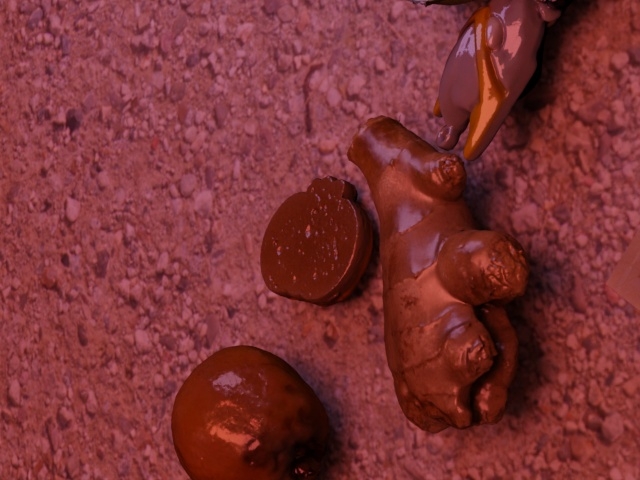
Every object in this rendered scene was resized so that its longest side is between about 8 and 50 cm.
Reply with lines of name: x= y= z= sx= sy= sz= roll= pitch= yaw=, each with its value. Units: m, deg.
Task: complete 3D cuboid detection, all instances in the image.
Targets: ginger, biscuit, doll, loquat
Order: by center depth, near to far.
ginger: x=0.123 y=0.027 z=1.911 sx=0.236 sy=0.166 sz=0.375 roll=144 pitch=106 yaw=-76
doll: x=0.222 y=-0.232 z=1.931 sx=0.316 sy=0.103 sz=0.145 roll=-54 pitch=49 yaw=15
loquat: x=-0.086 y=0.228 z=2.089 sx=0.234 sy=0.176 sz=0.187 roll=33 pitch=121 yaw=43
biscuit: x=0.003 y=0.001 z=2.124 sx=0.170 sy=0.050 sz=0.170 roll=-17 pitch=64 yaw=38

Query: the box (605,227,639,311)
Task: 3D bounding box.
box: x=0.381 y=0.055 z=1.791 sx=0.167 sy=0.024 sz=0.090 roll=42 pitch=111 yaw=38

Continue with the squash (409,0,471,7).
squash: x=0.162 y=-0.361 z=1.965 sx=0.220 sy=0.133 sz=0.220 roll=-15 pitch=68 yaw=43
